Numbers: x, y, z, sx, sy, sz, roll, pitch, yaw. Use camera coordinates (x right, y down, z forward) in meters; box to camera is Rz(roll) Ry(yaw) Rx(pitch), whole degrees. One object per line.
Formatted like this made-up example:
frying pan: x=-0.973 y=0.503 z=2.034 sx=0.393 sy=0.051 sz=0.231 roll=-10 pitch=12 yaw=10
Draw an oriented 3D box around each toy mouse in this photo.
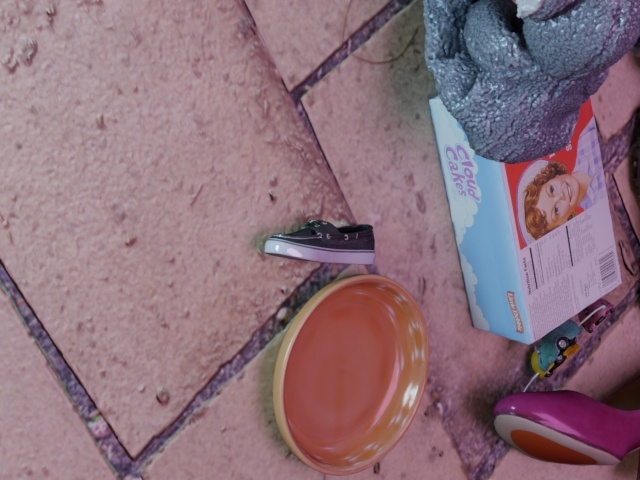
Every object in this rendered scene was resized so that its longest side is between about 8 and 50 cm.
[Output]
toy mouse: x=0.270 y=0.094 z=1.901 sx=0.161 sy=0.031 sz=0.143 roll=-37 pitch=164 yaw=-27

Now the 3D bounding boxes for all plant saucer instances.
plant saucer: x=0.025 y=0.128 z=1.730 sx=0.200 sy=0.037 sz=0.200 roll=-12 pitch=109 yaw=-41

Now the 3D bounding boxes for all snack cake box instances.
snack cake box: x=0.214 y=-0.046 z=1.828 sx=0.152 sy=0.089 sz=0.264 roll=-29 pitch=117 yaw=-33

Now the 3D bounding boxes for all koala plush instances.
koala plush: x=0.220 y=-0.190 z=1.627 sx=0.196 sy=0.221 sz=0.203 roll=16 pitch=67 yaw=-26

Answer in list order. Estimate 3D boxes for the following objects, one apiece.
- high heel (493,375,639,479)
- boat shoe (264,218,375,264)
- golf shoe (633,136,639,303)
high heel: x=0.322 y=0.167 z=1.975 sx=0.377 sy=0.127 sz=0.181 roll=23 pitch=72 yaw=-47
boat shoe: x=0.000 y=0.000 z=1.674 sx=0.142 sy=0.049 sz=0.040 roll=5 pitch=90 yaw=-50
golf shoe: x=0.429 y=-0.032 z=2.012 sx=0.105 sy=0.120 sz=0.273 roll=-22 pitch=112 yaw=-36
